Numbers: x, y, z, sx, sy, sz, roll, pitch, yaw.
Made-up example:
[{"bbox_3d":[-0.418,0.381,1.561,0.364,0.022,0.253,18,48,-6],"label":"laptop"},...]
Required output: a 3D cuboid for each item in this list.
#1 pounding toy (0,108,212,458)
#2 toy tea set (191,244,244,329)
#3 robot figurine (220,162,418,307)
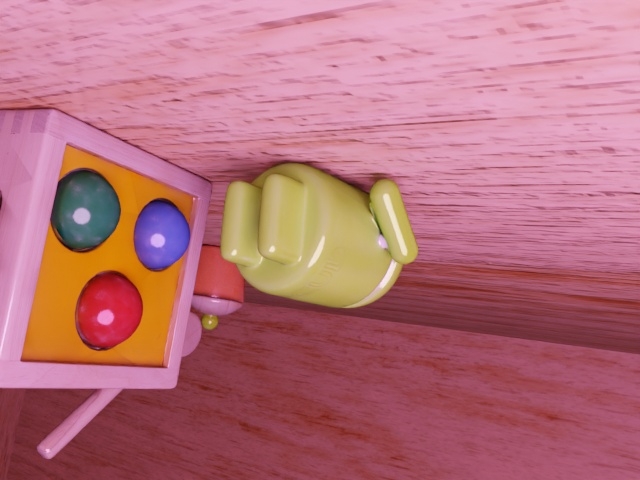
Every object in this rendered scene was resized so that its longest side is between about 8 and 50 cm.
[{"bbox_3d":[-0.120,0.046,0.394,0.094,0.181,0.206,4,170,28],"label":"pounding toy"},{"bbox_3d":[-0.252,0.052,0.781,0.336,0.124,0.200,5,171,28],"label":"toy tea set"},{"bbox_3d":[0.000,0.000,0.351,0.101,0.067,0.115,-8,163,38],"label":"robot figurine"}]
